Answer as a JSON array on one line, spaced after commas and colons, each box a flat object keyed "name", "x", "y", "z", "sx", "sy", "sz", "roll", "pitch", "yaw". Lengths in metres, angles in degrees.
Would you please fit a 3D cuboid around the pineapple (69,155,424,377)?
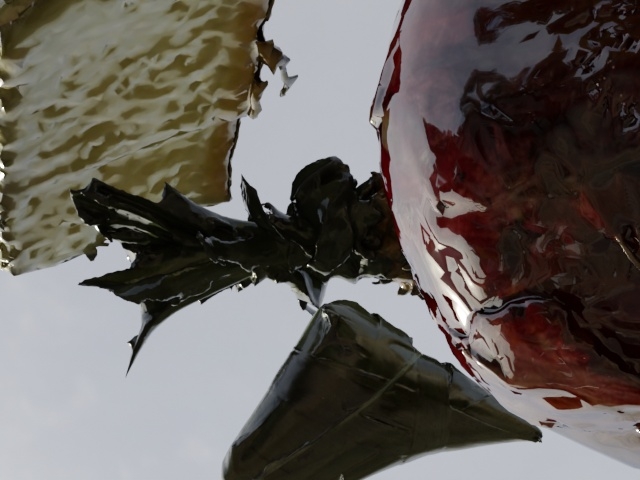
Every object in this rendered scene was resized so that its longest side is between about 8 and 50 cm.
[{"name": "pineapple", "x": 0.000, "y": 0.000, "z": 0.790, "sx": 0.277, "sy": 0.130, "sz": 0.119, "roll": -10, "pitch": -84, "yaw": 0}]

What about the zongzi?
[{"name": "zongzi", "x": 0.019, "y": 0.123, "z": 0.687, "sx": 0.130, "sy": 0.062, "sz": 0.154, "roll": 33, "pitch": -89, "yaw": 6}]

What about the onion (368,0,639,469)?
[{"name": "onion", "x": 0.153, "y": -0.020, "z": 0.450, "sx": 0.281, "sy": 0.281, "sz": 0.221, "roll": 29, "pitch": -95, "yaw": -29}]

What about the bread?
[{"name": "bread", "x": -0.135, "y": -0.097, "z": 0.974, "sx": 0.248, "sy": 0.315, "sz": 0.279, "roll": -20, "pitch": -69, "yaw": -16}]
